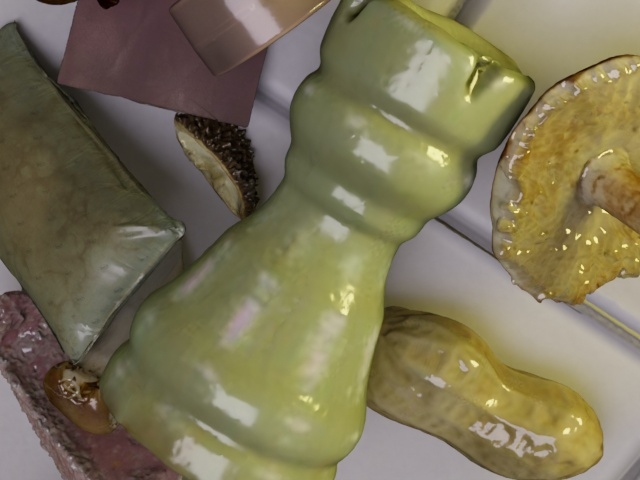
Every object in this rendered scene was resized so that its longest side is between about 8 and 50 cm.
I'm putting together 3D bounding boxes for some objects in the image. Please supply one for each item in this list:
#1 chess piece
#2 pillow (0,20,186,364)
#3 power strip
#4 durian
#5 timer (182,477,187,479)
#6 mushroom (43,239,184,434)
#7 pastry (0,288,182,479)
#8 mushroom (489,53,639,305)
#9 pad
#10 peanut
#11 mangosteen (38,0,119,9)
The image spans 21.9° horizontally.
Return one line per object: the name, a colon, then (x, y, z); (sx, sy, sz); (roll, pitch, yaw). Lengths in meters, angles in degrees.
chess piece: (0.000, 0.000, 1.461); (0.234, 0.234, 0.442); (29, 102, 0)
pillow: (-0.265, -0.051, 1.568); (0.302, 0.075, 0.185); (49, 115, 22)
power strip: (-0.055, -0.212, 1.448); (0.154, 0.154, 0.078); (-32, 101, 24)
durian: (-0.095, -0.071, 1.576); (0.066, 0.052, 0.130); (-28, 105, 26)
timer: (-0.216, 0.379, 1.726); (0.195, 0.192, 0.194); (-19, 107, 21)
mushroom: (-0.192, 0.086, 1.608); (0.084, 0.209, 0.071); (25, 155, 5)
pastry: (-0.244, 0.172, 1.662); (0.265, 0.103, 0.112); (57, 150, 11)
mushroom: (0.306, -0.030, 1.396); (0.301, 0.208, 0.233); (15, 137, 26)
pad: (-0.143, -0.178, 1.538); (0.187, 0.006, 0.113); (13, 85, 7)
peanut: (0.147, 0.144, 1.578); (0.274, 0.111, 0.125); (26, 140, -1)
mangosteen: (-0.240, -0.318, 1.402); (0.287, 0.233, 0.288); (8, 118, 16)
